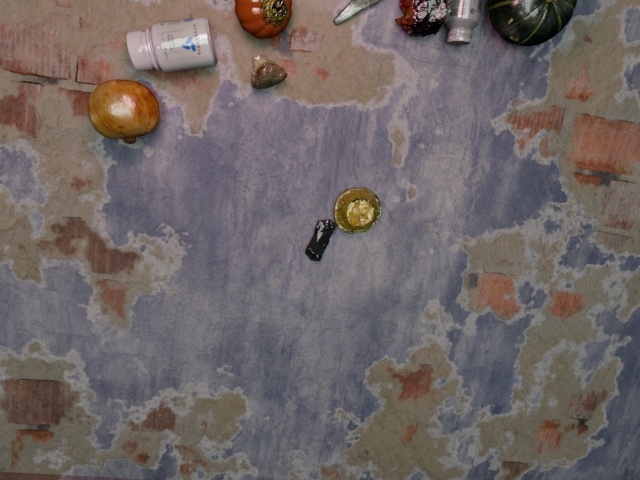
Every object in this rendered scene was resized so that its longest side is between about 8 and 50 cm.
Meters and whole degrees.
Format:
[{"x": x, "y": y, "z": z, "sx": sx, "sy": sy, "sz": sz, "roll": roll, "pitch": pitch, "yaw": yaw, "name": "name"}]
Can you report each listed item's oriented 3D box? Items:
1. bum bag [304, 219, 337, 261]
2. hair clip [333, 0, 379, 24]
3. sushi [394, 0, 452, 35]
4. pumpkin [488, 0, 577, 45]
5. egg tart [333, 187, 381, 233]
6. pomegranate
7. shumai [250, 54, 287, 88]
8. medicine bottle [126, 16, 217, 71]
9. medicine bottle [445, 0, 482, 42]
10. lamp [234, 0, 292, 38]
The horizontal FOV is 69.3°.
[{"x": 0.000, "y": 0.000, "z": 1.987, "sx": 0.087, "sy": 0.049, "sz": 0.197, "roll": 22, "pitch": 100, "yaw": -16, "name": "bum bag"}, {"x": 0.147, "y": -0.905, "z": 1.781, "sx": 0.229, "sy": 0.036, "sz": 0.066, "roll": -34, "pitch": 99, "yaw": 3, "name": "hair clip"}, {"x": 0.400, "y": -0.947, "z": 1.718, "sx": 0.182, "sy": 0.196, "sz": 0.343, "roll": 0, "pitch": 104, "yaw": -13, "name": "sushi"}, {"x": 0.798, "y": -0.905, "z": 1.746, "sx": 0.323, "sy": 0.241, "sz": 0.323, "roll": -1, "pitch": 104, "yaw": -4, "name": "pumpkin"}, {"x": 0.159, "y": -0.121, "z": 1.957, "sx": 0.213, "sy": 0.090, "sz": 0.212, "roll": -3, "pitch": 106, "yaw": -9, "name": "egg tart"}, {"x": -0.720, "y": -0.472, "z": 1.703, "sx": 0.248, "sy": 0.248, "sz": 0.248, "roll": -1, "pitch": 104, "yaw": -6, "name": "pomegranate"}, {"x": -0.213, "y": -0.648, "z": 1.765, "sx": 0.145, "sy": 0.145, "sz": 0.116, "roll": -19, "pitch": 95, "yaw": -1, "name": "shumai"}, {"x": -0.535, "y": -0.708, "z": 1.689, "sx": 0.293, "sy": 0.170, "sz": 0.170, "roll": -10, "pitch": 105, "yaw": -3, "name": "medicine bottle"}, {"x": 0.547, "y": -0.874, "z": 1.781, "sx": 0.135, "sy": 0.135, "sz": 0.215, "roll": 3, "pitch": 104, "yaw": -7, "name": "medicine bottle"}, {"x": -0.205, "y": -0.849, "z": 1.675, "sx": 0.223, "sy": 0.196, "sz": 0.223, "roll": -25, "pitch": 132, "yaw": -31, "name": "lamp"}]
